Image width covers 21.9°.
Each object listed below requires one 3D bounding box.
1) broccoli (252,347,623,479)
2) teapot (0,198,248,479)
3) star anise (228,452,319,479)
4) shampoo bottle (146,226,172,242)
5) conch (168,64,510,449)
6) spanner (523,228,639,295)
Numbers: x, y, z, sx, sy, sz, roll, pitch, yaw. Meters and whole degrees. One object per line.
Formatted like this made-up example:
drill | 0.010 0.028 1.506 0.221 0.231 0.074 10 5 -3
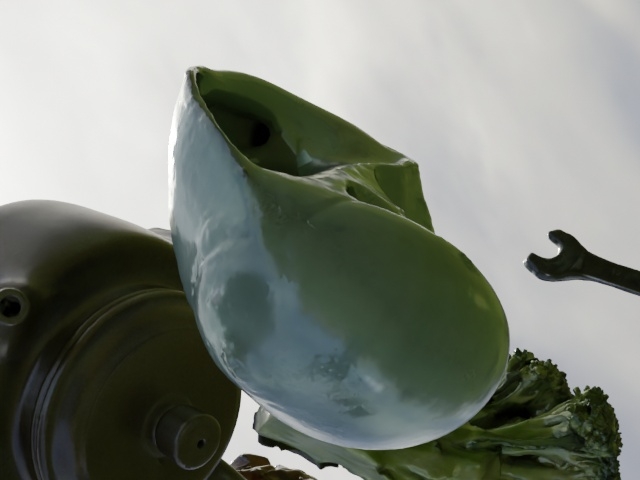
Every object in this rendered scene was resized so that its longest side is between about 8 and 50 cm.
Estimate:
broccoli | 0.112 0.172 1.535 0.361 0.252 0.221 45 170 -24
teapot | -0.118 0.090 0.937 0.175 0.185 0.267 24 164 42
star anise | -0.030 0.309 1.675 0.346 0.148 0.237 30 -169 31
shampoo bottle | -0.175 0.050 1.383 0.246 0.080 0.079 -21 -61 -61
conch | -0.004 0.004 0.744 0.185 0.121 0.221 56 -175 -27
spanner | 0.289 0.045 1.336 0.015 0.255 0.054 94 -163 -60
